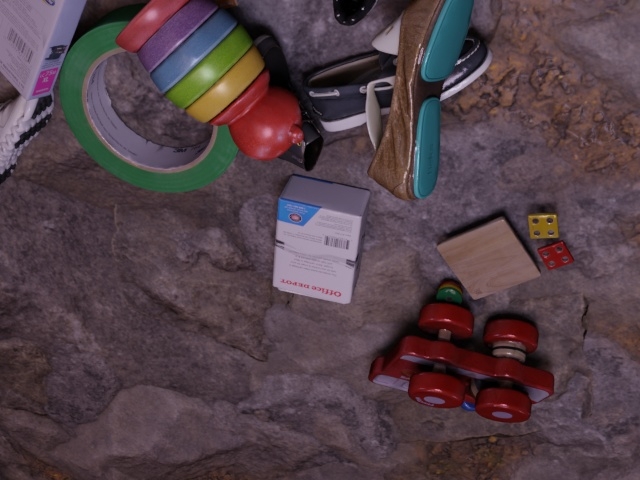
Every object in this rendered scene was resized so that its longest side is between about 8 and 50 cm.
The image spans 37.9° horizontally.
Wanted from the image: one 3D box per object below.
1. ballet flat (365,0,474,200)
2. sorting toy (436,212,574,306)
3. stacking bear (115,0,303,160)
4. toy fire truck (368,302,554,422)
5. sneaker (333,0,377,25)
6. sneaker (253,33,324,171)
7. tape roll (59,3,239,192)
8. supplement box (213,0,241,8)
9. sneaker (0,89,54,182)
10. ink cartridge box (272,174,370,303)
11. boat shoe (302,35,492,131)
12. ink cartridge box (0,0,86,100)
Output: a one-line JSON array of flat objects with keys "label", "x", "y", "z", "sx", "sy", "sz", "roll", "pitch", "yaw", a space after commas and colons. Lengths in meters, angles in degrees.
[{"label": "ballet flat", "x": 0.126, "y": -0.228, "z": 1.325, "sx": 0.124, "sy": 0.116, "sz": 0.342, "roll": 20, "pitch": 113, "yaw": 29}, {"label": "sorting toy", "x": 0.300, "y": 0.020, "z": 1.609, "sx": 0.275, "sy": 0.046, "sz": 0.132, "roll": -24, "pitch": 116, "yaw": 31}, {"label": "stacking bear", "x": -0.143, "y": -0.240, "z": 1.370, "sx": 0.289, "sy": 0.164, "sz": 0.175, "roll": 46, "pitch": 137, "yaw": -14}, {"label": "toy fire truck", "x": 0.261, "y": 0.249, "z": 1.732, "sx": 0.302, "sy": 0.169, "sz": 0.254, "roll": 15, "pitch": 156, "yaw": -7}, {"label": "sneaker", "x": 0.068, "y": -0.404, "z": 1.319, "sx": 0.078, "sy": 0.106, "sz": 0.234, "roll": 19, "pitch": 129, "yaw": 1}, {"label": "sneaker", "x": -0.051, "y": -0.218, "z": 1.486, "sx": 0.118, "sy": 0.083, "sz": 0.222, "roll": 31, "pitch": 146, "yaw": 31}, {"label": "tape roll", "x": -0.275, "y": -0.234, "z": 1.570, "sx": 0.321, "sy": 0.077, "sz": 0.321, "roll": 9, "pitch": 128, "yaw": 11}, {"label": "supplement box", "x": -0.165, "y": -0.406, "z": 1.431, "sx": 0.062, "sy": 0.036, "sz": 0.098, "roll": -7, "pitch": 124, "yaw": 22}, {"label": "sneaker", "x": -0.581, "y": -0.198, "z": 1.677, "sx": 0.118, "sy": 0.110, "sz": 0.292, "roll": 45, "pitch": 126, "yaw": -7}, {"label": "ink cartridge box", "x": 0.000, "y": 0.000, "z": 1.658, "sx": 0.148, "sy": 0.086, "sz": 0.203, "roll": 13, "pitch": 129, "yaw": 8}, {"label": "boat shoe", "x": 0.109, "y": -0.252, "z": 1.418, "sx": 0.303, "sy": 0.114, "sz": 0.091, "roll": -19, "pitch": 125, "yaw": 27}, {"label": "ink cartridge box", "x": -0.458, "y": -0.396, "z": 1.470, "sx": 0.186, "sy": 0.065, "sz": 0.311, "roll": 46, "pitch": 131, "yaw": 12}]
